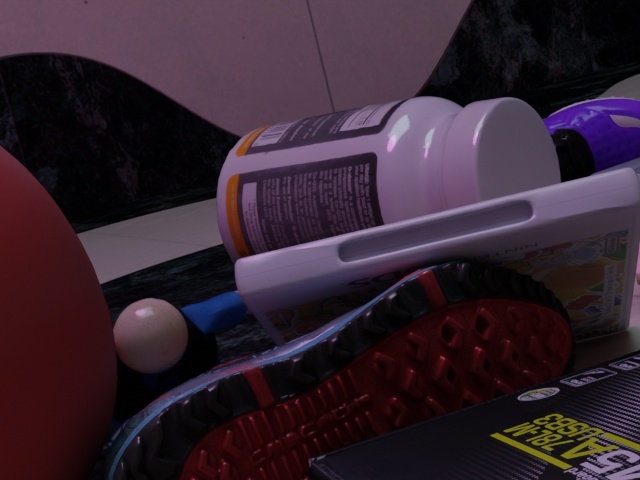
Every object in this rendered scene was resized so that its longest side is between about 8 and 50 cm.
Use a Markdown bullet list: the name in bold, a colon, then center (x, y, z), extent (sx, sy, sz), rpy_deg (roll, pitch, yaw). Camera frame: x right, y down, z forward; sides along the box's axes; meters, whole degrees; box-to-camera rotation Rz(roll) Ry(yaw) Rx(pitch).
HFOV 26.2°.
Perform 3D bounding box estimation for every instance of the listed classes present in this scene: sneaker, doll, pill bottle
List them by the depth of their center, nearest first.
- **sneaker**: center (0.004, 0.076, 0.706), extent (0.261, 0.104, 0.125), rpy_deg (-17, 7, -20)
- **doll**: center (-0.083, 0.069, 0.754), extent (0.129, 0.046, 0.189), rpy_deg (-34, -17, -10)
- **pill bottle**: center (0.057, -0.039, 1.196), extent (0.278, 0.162, 0.162), rpy_deg (-6, 11, 40)
- **sneaker**: center (0.194, -0.053, 1.318), extent (0.293, 0.102, 0.146), rpy_deg (-18, 12, 9)

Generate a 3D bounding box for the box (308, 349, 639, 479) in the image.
- **box**: center (0.108, 0.100, 0.570), extent (0.184, 0.045, 0.190), rpy_deg (-14, 7, -15)

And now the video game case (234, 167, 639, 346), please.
- **video game case**: center (0.076, 0.033, 0.781), extent (0.206, 0.026, 0.227), rpy_deg (-13, -21, 6)

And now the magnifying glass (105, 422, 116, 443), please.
- **magnifying glass**: center (-0.155, 0.088, 0.785), extent (0.092, 0.026, 0.231), rpy_deg (-14, -24, -16)

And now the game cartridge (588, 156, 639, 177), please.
- **game cartridge**: center (0.376, -0.057, 1.166), extent (0.198, 0.062, 0.297), rpy_deg (-14, 7, -31)

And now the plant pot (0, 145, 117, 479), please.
- **plant pot**: center (-0.259, 0.091, 0.596), extent (0.275, 0.275, 0.243), rpy_deg (-11, 19, 21)

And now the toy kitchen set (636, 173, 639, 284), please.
- **toy kitchen set**: center (0.250, 0.002, 0.936), extent (0.075, 0.083, 0.068), rpy_deg (-11, -33, 16)
